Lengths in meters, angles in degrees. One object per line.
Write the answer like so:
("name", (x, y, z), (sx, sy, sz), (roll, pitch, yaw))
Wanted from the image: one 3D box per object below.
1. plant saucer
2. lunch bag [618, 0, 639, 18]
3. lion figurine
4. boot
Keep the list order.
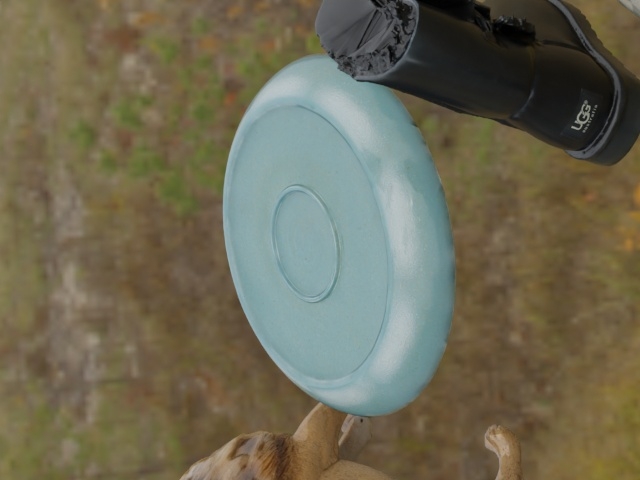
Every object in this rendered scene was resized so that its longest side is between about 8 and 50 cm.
("plant saucer", (0.000, 0.000, 1.442), (0.317, 0.044, 0.317), (20, 116, 51))
("lunch bag", (0.183, -0.191, 0.710), (0.305, 0.256, 0.212), (41, 112, 16))
("lion figurine", (0.051, 0.259, 1.504), (0.240, 0.392, 0.142), (-56, -29, -36))
("boot", (0.093, -0.145, 1.175), (0.094, 0.207, 0.246), (-63, 25, 16))
